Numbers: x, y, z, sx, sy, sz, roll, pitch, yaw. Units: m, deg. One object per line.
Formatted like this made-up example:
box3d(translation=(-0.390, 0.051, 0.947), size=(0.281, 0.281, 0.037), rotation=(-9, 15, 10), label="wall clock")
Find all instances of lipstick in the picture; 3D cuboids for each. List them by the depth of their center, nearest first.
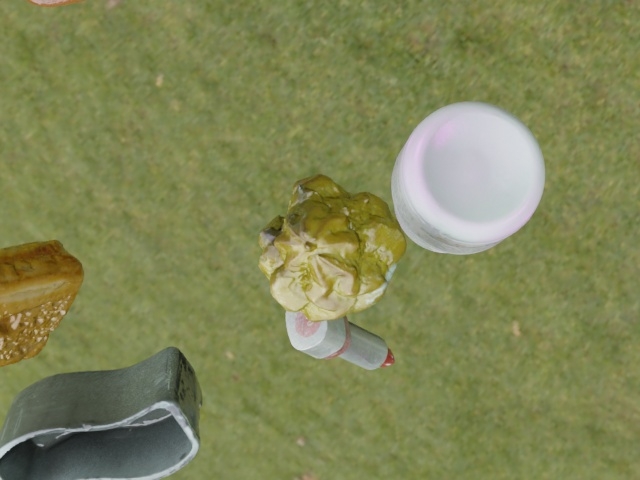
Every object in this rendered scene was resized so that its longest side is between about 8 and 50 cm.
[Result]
box3d(translation=(0.033, 0.119, 1.315), size=(0.057, 0.063, 0.186), rotation=(-27, 147, 23), label="lipstick")

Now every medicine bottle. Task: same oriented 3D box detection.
box3d(translation=(0.244, -0.096, 1.991), size=(0.241, 0.241, 0.302), rotation=(38, 171, 2), label="medicine bottle")

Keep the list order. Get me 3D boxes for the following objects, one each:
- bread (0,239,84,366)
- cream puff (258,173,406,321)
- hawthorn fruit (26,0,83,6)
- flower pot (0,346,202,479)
box3d(translation=(-0.334, 0.057, 1.001), size=(0.077, 0.271, 0.139), rotation=(45, 117, 24), label="bread")
box3d(translation=(0.000, 0.000, 1.026), size=(0.146, 0.146, 0.116), rotation=(0, 145, 42), label="cream puff")
box3d(translation=(-0.373, -0.448, 1.732), size=(0.251, 0.199, 0.199), rotation=(2, 134, 12), label="hawthorn fruit")
box3d(translation=(-0.244, 0.206, 1.257), size=(0.229, 0.108, 0.103), rotation=(-14, 119, 6), label="flower pot")
